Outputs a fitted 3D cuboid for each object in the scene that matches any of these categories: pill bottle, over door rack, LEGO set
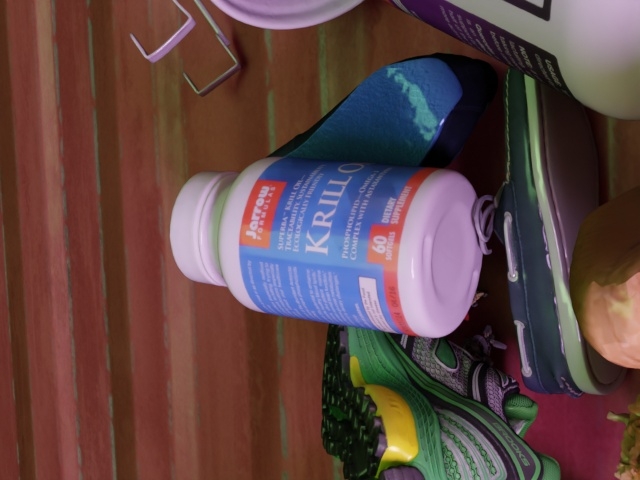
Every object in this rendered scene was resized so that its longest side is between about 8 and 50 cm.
[{"bbox_3d":[0.164,-0.192,0.754,0.323,0.182,0.181,39,125,43],"label":"pill bottle"},{"bbox_3d":[-0.158,-0.317,1.138,0.239,0.108,0.324,15,-128,-83],"label":"over door rack"},{"bbox_3d":[0.000,0.000,0.891,0.222,0.124,0.124,5,101,30],"label":"pill bottle"},{"bbox_3d":[0.126,0.083,0.981,0.054,0.023,0.083,-40,64,49],"label":"LEGO set"}]

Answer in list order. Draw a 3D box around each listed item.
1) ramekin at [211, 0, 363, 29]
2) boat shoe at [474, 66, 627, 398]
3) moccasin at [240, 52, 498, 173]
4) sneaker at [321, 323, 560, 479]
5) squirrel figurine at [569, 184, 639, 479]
[{"bbox_3d":[-0.029,-0.292,0.987,0.109,0.207,0.207,61,139,43],"label":"ramekin"},{"bbox_3d":[0.163,-0.010,0.864,0.079,0.095,0.254,-8,98,42],"label":"boat shoe"},{"bbox_3d":[0.031,-0.043,1.021,0.342,0.117,0.137,-30,83,46],"label":"moccasin"},{"bbox_3d":[0.081,0.134,0.919,0.343,0.146,0.134,-110,24,-63],"label":"sneaker"},{"bbox_3d":[0.290,0.121,0.570,0.397,0.281,0.370,-66,-41,-77],"label":"squirrel figurine"}]
